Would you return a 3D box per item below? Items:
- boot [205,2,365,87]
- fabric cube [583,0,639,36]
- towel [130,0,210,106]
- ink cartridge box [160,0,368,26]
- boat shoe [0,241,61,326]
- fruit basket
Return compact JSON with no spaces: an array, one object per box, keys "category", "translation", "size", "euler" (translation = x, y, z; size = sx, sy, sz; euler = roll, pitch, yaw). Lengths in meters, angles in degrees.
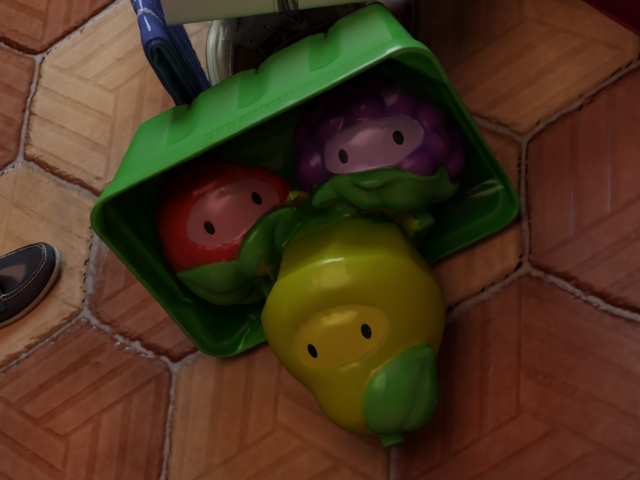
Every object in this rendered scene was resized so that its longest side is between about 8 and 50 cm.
[{"category":"boot","translation":[-0.036,-0.237,1.601],"size":[0.165,0.077,0.213],"euler":[-9,55,22]},{"category":"fabric cube","translation":[0.318,-0.375,1.379],"size":[0.254,0.258,0.259],"euler":[-48,54,-3]},{"category":"towel","translation":[-0.188,-0.251,1.585],"size":[0.040,0.243,0.336],"euler":[-27,55,2]},{"category":"ink cartridge box","translation":[-0.004,-0.330,1.476],"size":[0.307,0.129,0.223],"euler":[-5,28,12]},{"category":"boat shoe","translation":[-0.391,0.062,1.638],"size":[0.206,0.065,0.075],"euler":[-32,55,9]},{"category":"fruit basket","translation":[0.000,0.000,1.367],"size":[0.392,0.283,0.392],"euler":[-21,40,19]}]
